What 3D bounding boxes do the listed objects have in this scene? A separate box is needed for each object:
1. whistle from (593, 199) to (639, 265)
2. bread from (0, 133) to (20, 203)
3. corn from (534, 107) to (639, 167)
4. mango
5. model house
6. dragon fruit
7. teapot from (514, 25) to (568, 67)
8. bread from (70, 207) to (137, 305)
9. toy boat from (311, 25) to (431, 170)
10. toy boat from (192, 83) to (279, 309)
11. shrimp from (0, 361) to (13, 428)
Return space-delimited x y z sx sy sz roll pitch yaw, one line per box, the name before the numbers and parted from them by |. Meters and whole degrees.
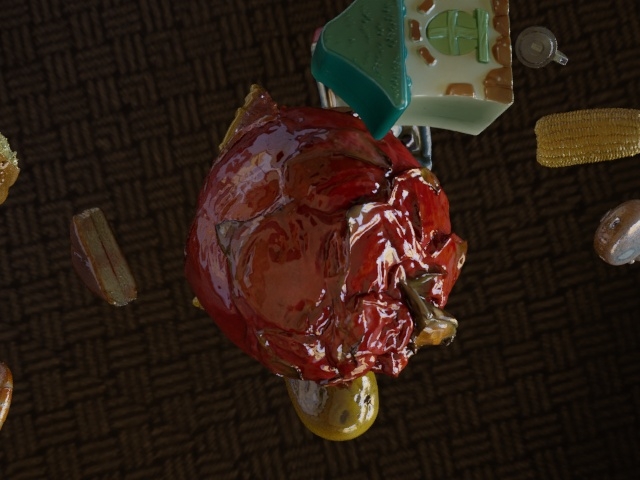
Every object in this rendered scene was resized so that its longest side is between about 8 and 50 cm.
whistle | 0.482 -0.003 1.594 0.107 0.220 0.057 -51 51 13
bread | -0.519 -0.111 1.556 0.128 0.140 0.069 -5 49 -38
corn | 0.412 -0.158 1.593 0.165 0.063 0.085 -3 66 16
mango | 0.004 0.196 1.490 0.195 0.098 0.137 46 120 30
model house | 0.070 -0.153 0.839 0.148 0.100 0.127 -1 80 -6
dragon fruit | 0.000 0.000 1.071 0.277 0.277 0.342 -42 51 -5
teapot | 0.354 -0.308 1.670 0.088 0.057 0.066 26 112 0
bread | -0.236 0.024 1.111 0.043 0.062 0.109 -24 87 -35
toy boat | 0.081 -0.152 1.473 0.145 0.332 0.133 -12 49 9
toy boat | -0.102 -0.054 1.410 0.099 0.141 0.318 16 92 38
shrimp | -0.328 0.176 0.990 0.025 0.091 0.127 32 61 -37
